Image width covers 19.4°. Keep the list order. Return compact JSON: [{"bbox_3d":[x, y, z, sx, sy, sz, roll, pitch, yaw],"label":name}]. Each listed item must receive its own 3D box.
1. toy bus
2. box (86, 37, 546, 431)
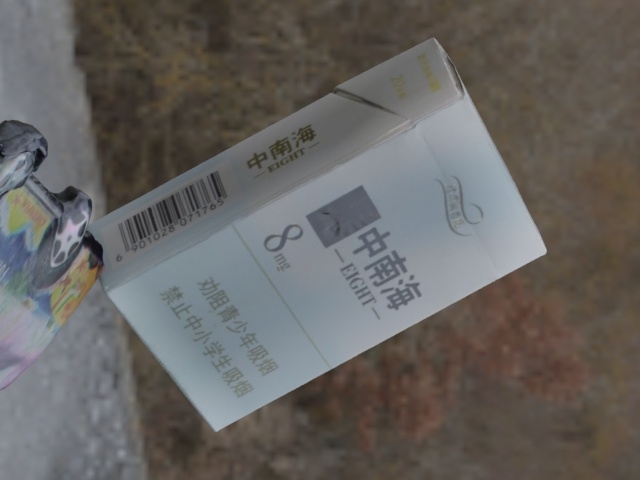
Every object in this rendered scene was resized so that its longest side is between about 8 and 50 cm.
[{"bbox_3d":[-0.198,-0.003,0.925,0.138,0.112,0.317,-59,170,-6],"label":"toy bus"},{"bbox_3d":[0.000,0.000,1.143,0.155,0.243,0.067,59,5,-44],"label":"box"}]
